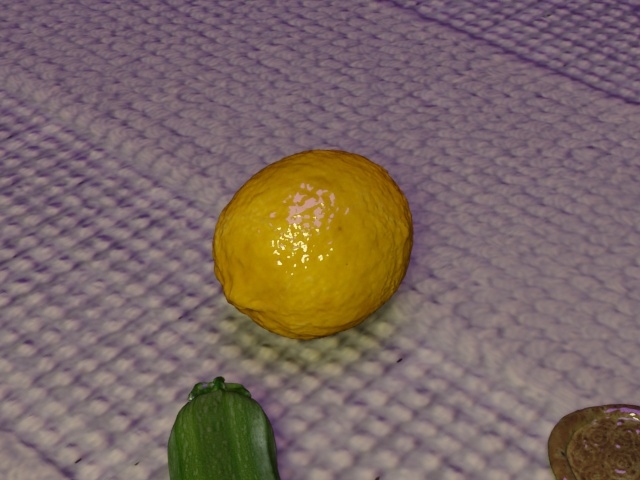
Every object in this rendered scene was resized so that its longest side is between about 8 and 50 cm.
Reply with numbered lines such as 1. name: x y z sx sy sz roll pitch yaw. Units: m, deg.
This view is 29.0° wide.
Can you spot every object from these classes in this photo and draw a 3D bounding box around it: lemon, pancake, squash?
1. lemon: 0.000 0.000 0.946 0.142 0.142 0.187 26 42 28
2. pancake: 0.213 0.152 0.858 0.115 0.011 0.115 1 39 -1
3. squash: -0.052 0.168 0.777 0.077 0.068 0.219 -19 39 -1
